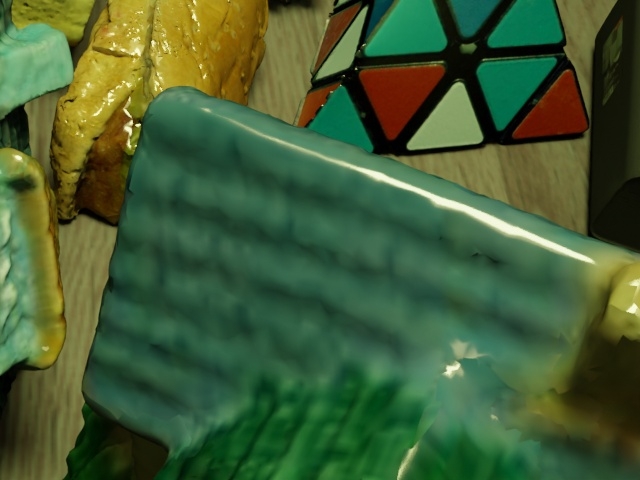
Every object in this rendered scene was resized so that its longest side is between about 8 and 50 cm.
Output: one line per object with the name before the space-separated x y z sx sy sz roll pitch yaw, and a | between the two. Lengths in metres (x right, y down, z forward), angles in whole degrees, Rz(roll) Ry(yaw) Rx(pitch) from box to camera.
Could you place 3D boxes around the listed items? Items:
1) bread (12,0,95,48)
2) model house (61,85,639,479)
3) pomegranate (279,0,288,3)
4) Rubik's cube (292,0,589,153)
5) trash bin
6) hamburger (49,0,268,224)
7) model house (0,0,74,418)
bread | -0.214 -0.298 0.876 0.138 0.077 0.361 21 46 -19
model house | -0.001 0.134 0.485 0.335 0.342 0.382 22 58 9
pomegranate | -0.035 -0.321 0.952 0.210 0.179 0.179 53 53 -14
Rubik's cube | 0.131 -0.189 0.854 0.250 0.234 0.284 22 52 0
trash bin | 0.312 -0.093 0.918 0.165 0.115 0.225 18 56 -4
hamburger | -0.107 -0.135 0.813 0.124 0.131 0.262 13 57 -3
model house | -0.208 0.003 0.609 0.226 0.261 0.241 17 31 28
